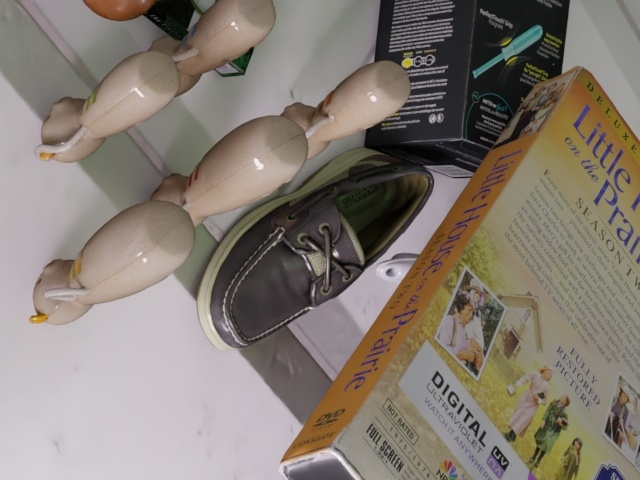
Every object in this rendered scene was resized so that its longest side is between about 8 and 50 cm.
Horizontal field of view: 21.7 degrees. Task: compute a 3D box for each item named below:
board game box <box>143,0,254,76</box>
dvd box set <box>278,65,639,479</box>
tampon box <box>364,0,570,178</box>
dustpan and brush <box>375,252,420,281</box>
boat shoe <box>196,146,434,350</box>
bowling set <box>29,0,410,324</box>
[{"bbox_3d":[-0.063,-0.261,1.176,0.136,0.030,0.260,36,65,-42],"label":"board game box"},{"bbox_3d":[0.172,0.115,1.166,0.307,0.062,0.420,52,47,-18],"label":"dvd box set"},{"bbox_3d":[0.116,-0.140,1.304,0.120,0.101,0.161,17,77,-45],"label":"tampon box"},{"bbox_3d":[0.115,0.014,1.304,0.211,0.060,0.147,4,121,-36],"label":"dustpan and brush"},{"bbox_3d":[0.001,0.001,1.205,0.223,0.073,0.080,-41,118,-38],"label":"boat shoe"},{"bbox_3d":[-0.099,-0.094,1.082,0.287,0.154,0.200,-33,94,-39],"label":"bowling set"}]
